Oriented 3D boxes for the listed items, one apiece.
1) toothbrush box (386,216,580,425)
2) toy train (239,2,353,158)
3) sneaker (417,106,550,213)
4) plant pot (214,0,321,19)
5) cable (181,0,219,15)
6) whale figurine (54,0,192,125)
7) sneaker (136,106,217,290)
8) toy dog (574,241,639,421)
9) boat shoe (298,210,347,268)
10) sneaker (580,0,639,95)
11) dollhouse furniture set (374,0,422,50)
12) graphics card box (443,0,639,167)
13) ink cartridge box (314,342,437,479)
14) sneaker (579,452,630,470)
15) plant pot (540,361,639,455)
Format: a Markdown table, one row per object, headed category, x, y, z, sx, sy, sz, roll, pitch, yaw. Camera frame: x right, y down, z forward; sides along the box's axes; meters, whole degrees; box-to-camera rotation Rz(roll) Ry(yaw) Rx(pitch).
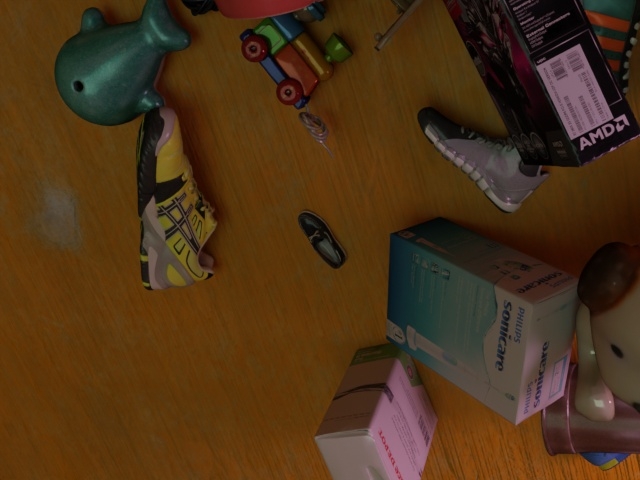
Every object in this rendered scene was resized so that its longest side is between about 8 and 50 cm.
| category | x | y | z | sx | sy | sz | roll | pitch | yaw |
| --- | --- | --- | --- | --- | --- | --- | --- | --- | --- |
| toothbrush box | 0.249 | 0.117 | 1.093 | 0.295 | 0.126 | 0.216 | 30 | 129 | 48 |
| toy train | -0.003 | -0.275 | 1.106 | 0.143 | 0.105 | 0.248 | -37 | 97 | 18 |
| sneaker | 0.270 | -0.159 | 1.067 | 0.228 | 0.086 | 0.132 | 41 | 117 | -13 |
| plant pot | -0.083 | -0.464 | 0.957 | 0.274 | 0.275 | 0.243 | 1 | 126 | 21 |
| cable | -0.205 | -0.465 | 1.115 | 0.150 | 0.047 | 0.185 | 24 | 121 | 9 |
| whale figurine | -0.355 | -0.312 | 1.191 | 0.272 | 0.141 | 0.216 | -28 | 102 | 29 |
| sneaker | -0.272 | -0.077 | 1.284 | 0.147 | 0.145 | 0.385 | -2 | 128 | -13 |
| toy dog | 0.492 | 0.098 | 0.875 | 0.284 | 0.407 | 0.396 | 36 | 114 | 29 |
| boat shoe | 0.000 | 0.000 | 1.264 | 0.046 | 0.038 | 0.125 | -32 | 100 | 30 |
| sneaker | 0.395 | -0.286 | 0.933 | 0.121 | 0.108 | 0.302 | -16 | 116 | 15 |
| dollhouse furniture set | 0.069 | -0.372 | 0.983 | 0.151 | 0.144 | 0.123 | 40 | 101 | -7 |
| graphics card box | 0.260 | -0.277 | 0.892 | 0.094 | 0.233 | 0.371 | -29 | 97 | 3 |
| ink cartridge box | 0.112 | 0.347 | 1.250 | 0.114 | 0.273 | 0.198 | -15 | 108 | 26 |
| sneaker | 0.535 | 0.324 | 1.196 | 0.082 | 0.069 | 0.209 | 39 | 122 | 4 |
| plant pot | 0.470 | 0.284 | 1.128 | 0.165 | 0.167 | 0.167 | -2 | 114 | 33 |
